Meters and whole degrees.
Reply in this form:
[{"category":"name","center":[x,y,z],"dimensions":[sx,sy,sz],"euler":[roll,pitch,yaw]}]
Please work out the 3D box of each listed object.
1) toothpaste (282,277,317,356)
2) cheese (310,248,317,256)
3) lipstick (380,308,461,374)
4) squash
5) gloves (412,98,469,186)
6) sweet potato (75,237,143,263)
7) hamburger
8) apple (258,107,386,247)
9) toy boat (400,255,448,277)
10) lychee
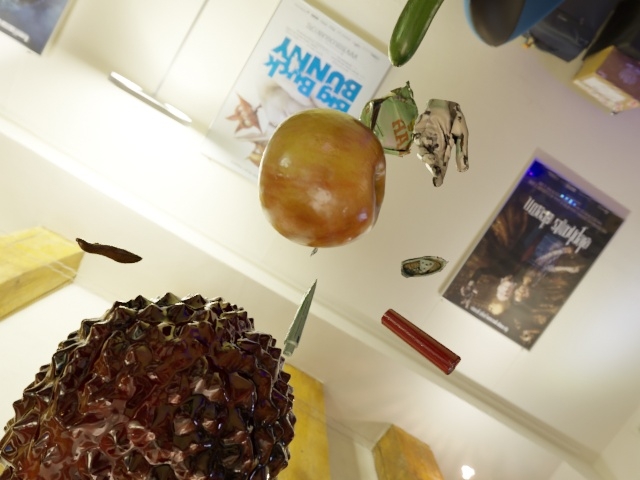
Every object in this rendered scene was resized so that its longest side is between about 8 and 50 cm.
[{"category":"toothpaste","center":[-0.064,0.251,1.492],"dimensions":[0.048,0.075,0.297],"euler":[29,-134,-8]},{"category":"cheese","center":[0.000,0.000,1.547],"dimensions":[0.026,0.121,0.067],"euler":[34,-156,13]},{"category":"lipstick","center":[0.318,0.322,1.448],"dimensions":[0.279,0.073,0.073],"euler":[35,-172,35]},{"category":"squash","center":[0.250,-0.575,1.114],"dimensions":[0.082,0.292,0.082],"euler":[28,-171,-5]},{"category":"gloves","center":[0.287,-0.231,1.088],"dimensions":[0.127,0.212,0.111],"euler":[13,177,-23]},{"category":"sweet potato","center":[-0.329,0.018,0.695],"dimensions":[0.026,0.026,0.115],"euler":[38,-172,36]},{"category":"hamburger","center":[0.225,-0.383,1.414],"dimensions":[0.214,0.235,0.125],"euler":[-4,-165,-34]},{"category":"apple","center":[0.010,-0.119,0.901],"dimensions":[0.233,0.286,0.286],"euler":[12,-177,14]},{"category":"toy boat","center":[0.178,0.044,0.770],"dimensions":[0.083,0.038,0.038],"euler":[-10,-173,4]},{"category":"lychee","center":[-0.257,0.307,0.710],"dimensions":[0.424,0.500,0.425],"euler":[27,-154,-14]}]
